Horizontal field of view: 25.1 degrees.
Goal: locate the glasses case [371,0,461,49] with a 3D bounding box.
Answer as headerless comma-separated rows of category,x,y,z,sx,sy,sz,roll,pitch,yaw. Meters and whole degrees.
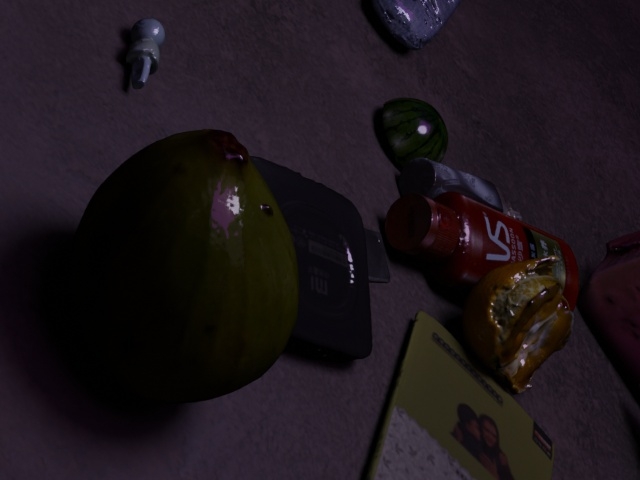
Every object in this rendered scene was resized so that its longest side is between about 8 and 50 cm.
glasses case,0.138,-0.345,1.980,0.109,0.067,0.282,53,32,-12

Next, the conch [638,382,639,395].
conch,0.499,0.296,1.833,0.183,0.148,0.275,58,20,-75

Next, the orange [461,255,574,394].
orange,0.219,0.090,1.640,0.160,0.112,0.170,-3,108,-51

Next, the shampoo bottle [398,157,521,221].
shampoo bottle,0.180,-0.051,1.783,0.207,0.057,0.063,21,42,-47

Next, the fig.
fig,-0.101,0.015,1.166,0.203,0.225,0.203,19,37,-15

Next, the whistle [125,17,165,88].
whistle,-0.174,-0.186,1.420,0.035,0.035,0.100,37,37,-31

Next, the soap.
soap,0.508,0.124,1.940,0.325,0.220,0.127,59,26,0

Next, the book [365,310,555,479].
book,0.147,0.252,1.484,0.239,0.035,0.352,47,33,-16

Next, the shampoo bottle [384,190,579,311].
shampoo bottle,0.201,0.016,1.729,0.314,0.076,0.118,21,65,-46

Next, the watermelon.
watermelon,0.122,-0.133,1.769,0.105,0.062,0.105,37,39,-38

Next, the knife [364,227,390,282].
knife,0.000,0.000,1.519,0.245,0.019,0.072,17,53,-49

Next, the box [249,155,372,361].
box,-0.017,0.018,1.432,0.212,0.042,0.201,25,52,-46
